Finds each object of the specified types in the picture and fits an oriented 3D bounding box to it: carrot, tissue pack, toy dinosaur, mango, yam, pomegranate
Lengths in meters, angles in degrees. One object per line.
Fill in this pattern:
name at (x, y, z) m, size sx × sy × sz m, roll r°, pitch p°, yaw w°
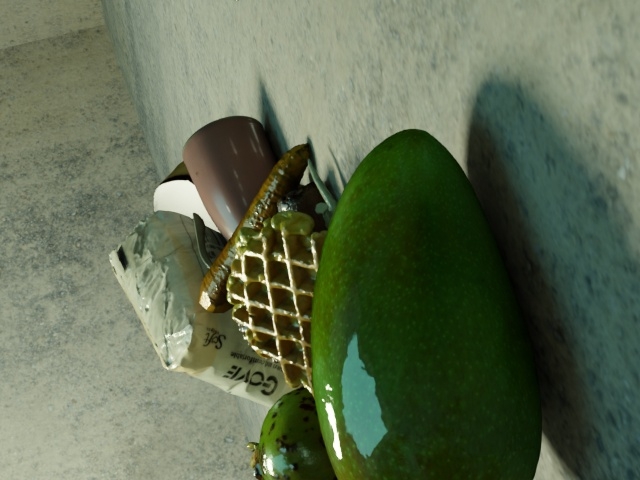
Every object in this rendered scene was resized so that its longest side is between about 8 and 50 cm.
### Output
carrot at (-0.097, -0.021, 1.594) m, size 0.314 × 0.066 × 0.066 m, roll -60°, pitch 37°, yaw 25°
tissue pack at (-0.155, 0.127, 1.864) m, size 0.376 × 0.195 × 0.390 m, roll 26°, pitch -160°, yaw -38°
toy dinosaur at (0.028, -0.017, 1.415) m, size 0.187 × 0.044 × 0.106 m, roll 56°, pitch 175°, yaw 44°
mango at (0.089, 0.092, 0.945) m, size 0.225 × 0.201 × 0.381 m, roll -39°, pitch -56°, yaw -80°
yam at (-0.008, -0.006, 1.488) m, size 0.079 × 0.079 × 0.141 m, roll 130°, pitch 120°, yaw -75°
pomegranate at (-0.014, 0.320, 1.567) m, size 0.211 × 0.263 × 0.211 m, roll 34°, pitch -135°, yaw -43°

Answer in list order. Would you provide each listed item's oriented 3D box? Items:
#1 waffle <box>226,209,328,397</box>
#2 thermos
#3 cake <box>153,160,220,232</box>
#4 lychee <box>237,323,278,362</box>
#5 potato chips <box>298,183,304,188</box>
waffle at (-0.007, 0.099, 1.405) m, size 0.282 × 0.058 × 0.300 m, roll 32°, pitch 137°, yaw 16°
thermos at (-0.129, -0.051, 1.736) m, size 0.146 × 0.177 × 0.265 m, roll 52°, pitch -166°, yaw -64°
cake at (-0.207, -0.086, 2.093) m, size 0.208 × 0.178 × 0.185 m, roll -15°, pitch 115°, yaw 45°
lychee at (-0.030, 0.108, 1.590) m, size 0.165 × 0.198 × 0.165 m, roll -6°, pitch -90°, yaw -70°
potato chips at (0.000, 0.000, 1.557) m, size 0.026 × 0.037 × 0.203 m, roll 84°, pitch 166°, yaw -68°
